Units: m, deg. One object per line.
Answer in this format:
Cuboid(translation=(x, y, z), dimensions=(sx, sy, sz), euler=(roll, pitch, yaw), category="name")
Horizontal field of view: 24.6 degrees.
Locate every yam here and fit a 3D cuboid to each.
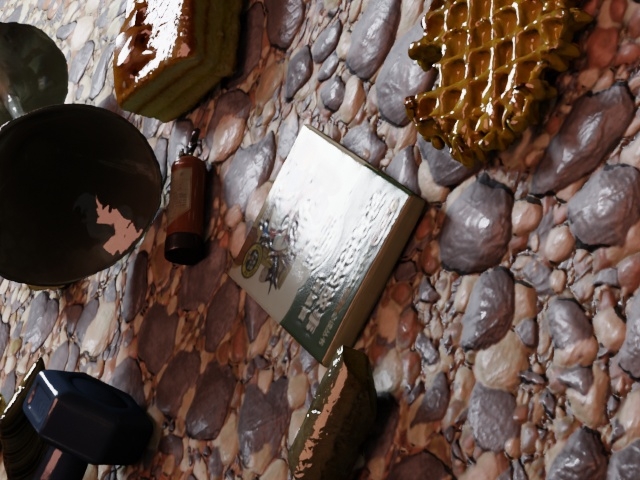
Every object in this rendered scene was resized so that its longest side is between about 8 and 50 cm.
Cuboid(translation=(0.018, 0.178, 1.422), dimensions=(0.069, 0.069, 0.146), euler=(31, 96, 58), category="yam")

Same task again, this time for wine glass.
Cuboid(translation=(-0.409, -0.147, 2.048), dimensions=(0.267, 0.267, 0.406), euler=(-58, 36, 14), category="wine glass")

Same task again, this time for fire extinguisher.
Cuboid(translation=(-0.167, -0.056, 1.851), dimensions=(0.062, 0.050, 0.177), euler=(126, 150, -54), category="fire extinguisher")

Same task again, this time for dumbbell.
Cuboid(translation=(-0.333, 0.319, 1.781), dimensions=(0.143, 0.156, 0.316), euler=(30, 97, 28), category="dumbbell")

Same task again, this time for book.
Cuboid(translation=(0.000, 0.000, 1.592), dimensions=(0.202, 0.027, 0.264), euler=(-62, 32, 7), category="book")

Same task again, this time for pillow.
Cuboid(translation=(-0.372, 0.248, 1.872), dimensions=(0.203, 0.038, 0.113), euler=(96, -165, -50), category="pillow")

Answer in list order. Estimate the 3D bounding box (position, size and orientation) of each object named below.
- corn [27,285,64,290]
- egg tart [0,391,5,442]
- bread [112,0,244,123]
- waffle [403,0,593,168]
Cuboid(translation=(-0.413, -0.023, 2.164), dimensions=(0.081, 0.081, 0.248), euler=(-48, 37, 27), category="corn")
Cuboid(translation=(-0.506, 0.274, 2.147), dimensions=(0.130, 0.052, 0.130), euler=(-32, 49, 45), category="egg tart")
Cuboid(translation=(-0.190, -0.299, 1.978), dimensions=(0.184, 0.110, 0.234), euler=(-27, 49, 45), category="bread")
Cuboid(translation=(0.167, -0.189, 1.444), dimensions=(0.229, 0.051, 0.231), euler=(-56, 34, 12), category="waffle")
